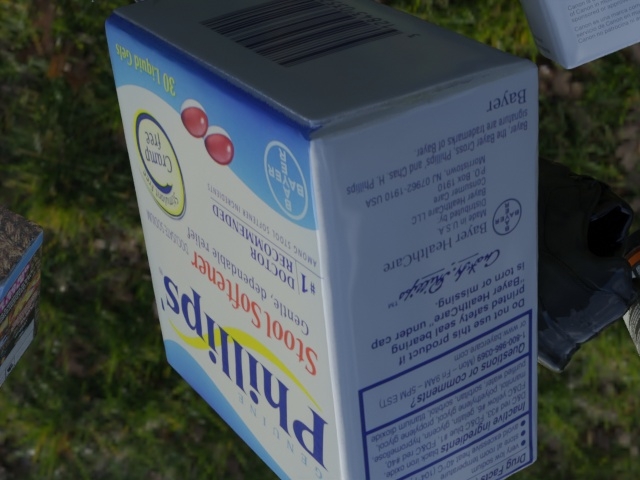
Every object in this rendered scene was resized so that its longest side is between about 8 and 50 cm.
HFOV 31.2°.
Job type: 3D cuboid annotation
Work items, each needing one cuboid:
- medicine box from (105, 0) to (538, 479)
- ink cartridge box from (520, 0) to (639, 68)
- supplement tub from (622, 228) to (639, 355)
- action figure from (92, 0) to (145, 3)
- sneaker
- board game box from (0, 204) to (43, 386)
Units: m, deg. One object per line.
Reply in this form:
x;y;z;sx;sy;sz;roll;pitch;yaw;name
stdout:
0.000;0.000;0.744;0.149;0.263;0.289;-21;123;-26;medicine box
0.169;-0.232;0.655;0.158;0.092;0.218;-21;108;5;ink cartridge box
0.353;0.067;1.134;0.106;0.198;0.106;-1;124;-2;supplement tub
-0.189;-0.348;1.417;0.141;0.164;0.276;36;167;-37;action figure
0.205;-0.020;1.013;0.130;0.286;0.109;-37;132;24;sneaker
-0.457;0.107;1.381;0.141;0.232;0.291;27;147;1;board game box
